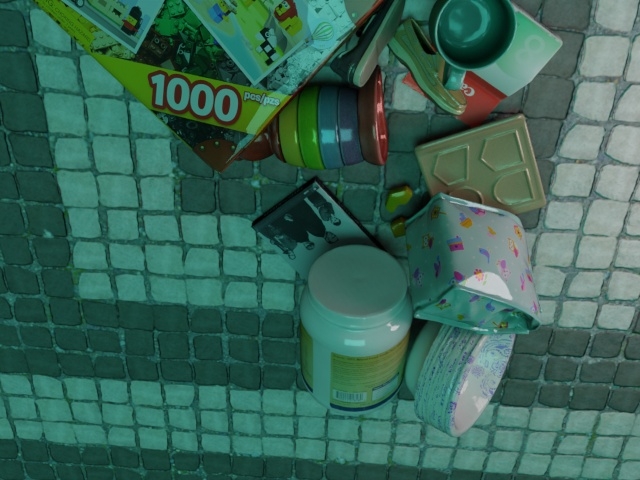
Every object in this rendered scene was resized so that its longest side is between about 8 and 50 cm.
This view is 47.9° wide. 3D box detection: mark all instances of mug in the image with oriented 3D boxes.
[{"bbox_3d":[0.230,-0.340,1.166,0.158,0.097,0.129,-39,111,16],"label":"mug"}]

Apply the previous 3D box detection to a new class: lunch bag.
[{"bbox_3d":[0.305,0.054,1.384,0.262,0.223,0.160,15,145,-27],"label":"lunch bag"}]

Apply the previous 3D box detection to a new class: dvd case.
[{"bbox_3d":[0.000,0.000,1.514,0.179,0.029,0.238,-34,116,23],"label":"dvd case"}]

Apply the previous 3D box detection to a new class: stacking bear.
[{"bbox_3d":[-0.032,-0.205,1.313,0.289,0.164,0.175,-2,123,11],"label":"stacking bear"}]

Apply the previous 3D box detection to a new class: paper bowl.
[{"bbox_3d":[0.286,0.259,1.532,0.148,0.284,0.284,24,129,29],"label":"paper bowl"}]

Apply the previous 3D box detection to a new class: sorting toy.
[{"bbox_3d":[0.269,-0.114,1.419,0.307,0.041,0.229,-16,125,14],"label":"sorting toy"}]

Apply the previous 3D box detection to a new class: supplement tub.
[{"bbox_3d":[0.070,0.185,1.484,0.228,0.228,0.316,3,135,2],"label":"supplement tub"}]

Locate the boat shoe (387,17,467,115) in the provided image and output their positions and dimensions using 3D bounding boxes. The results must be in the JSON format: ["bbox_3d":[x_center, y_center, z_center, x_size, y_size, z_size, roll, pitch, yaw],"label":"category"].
[{"bbox_3d":[0.194,-0.301,1.237,0.190,0.068,0.072,50,124,6],"label":"boat shoe"}]

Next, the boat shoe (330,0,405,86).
[{"bbox_3d":[0.083,-0.352,1.202,0.065,0.206,0.075,23,162,14],"label":"boat shoe"}]

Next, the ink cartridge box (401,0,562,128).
[{"bbox_3d":[0.280,-0.316,1.275,0.181,0.056,0.224,30,119,-14],"label":"ink cartridge box"}]

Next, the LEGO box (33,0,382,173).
[{"bbox_3d":[-0.195,-0.415,1.087,0.500,0.193,0.372,43,113,-7],"label":"LEGO box"}]
